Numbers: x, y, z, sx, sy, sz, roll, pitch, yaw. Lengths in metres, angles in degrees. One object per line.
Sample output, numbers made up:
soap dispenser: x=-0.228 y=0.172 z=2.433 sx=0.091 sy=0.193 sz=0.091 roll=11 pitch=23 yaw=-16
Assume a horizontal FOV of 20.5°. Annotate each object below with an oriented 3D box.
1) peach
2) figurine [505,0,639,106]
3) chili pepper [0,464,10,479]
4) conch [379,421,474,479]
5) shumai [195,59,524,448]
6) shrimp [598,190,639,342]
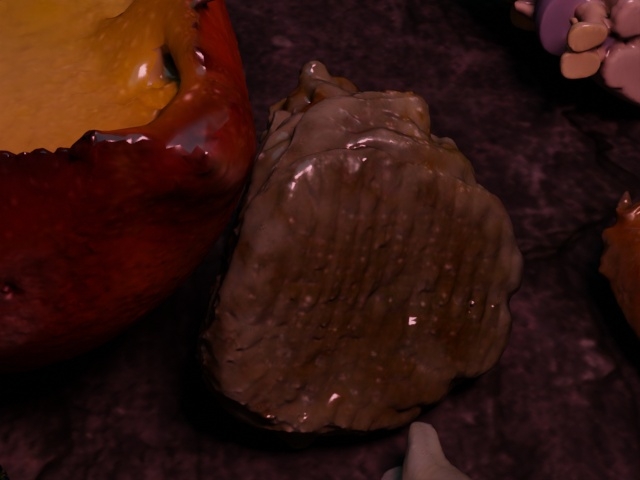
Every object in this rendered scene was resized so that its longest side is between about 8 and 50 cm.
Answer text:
peach: x=-0.155 y=-0.050 z=0.871 sx=0.362 sy=0.201 sz=0.258 roll=27 pitch=51 yaw=37
figurine: x=0.170 y=-0.186 z=1.099 sx=0.155 sy=0.127 sz=0.235 roll=-19 pitch=43 yaw=-8
chili pepper: x=-0.200 y=0.172 z=0.743 sx=0.098 sy=0.061 sz=0.224 roll=32 pitch=41 yaw=-12
conch: x=0.056 y=0.157 z=0.791 sx=0.065 sy=0.088 sz=0.180 roll=32 pitch=23 yaw=-35
shumai: x=-0.005 y=0.003 z=0.890 sx=0.184 sy=0.184 sz=0.142 roll=-22 pitch=26 yaw=-23
shrimp: x=0.219 y=0.039 z=0.927 sx=0.132 sy=0.051 sz=0.187 roll=-12 pitch=53 yaw=-31
